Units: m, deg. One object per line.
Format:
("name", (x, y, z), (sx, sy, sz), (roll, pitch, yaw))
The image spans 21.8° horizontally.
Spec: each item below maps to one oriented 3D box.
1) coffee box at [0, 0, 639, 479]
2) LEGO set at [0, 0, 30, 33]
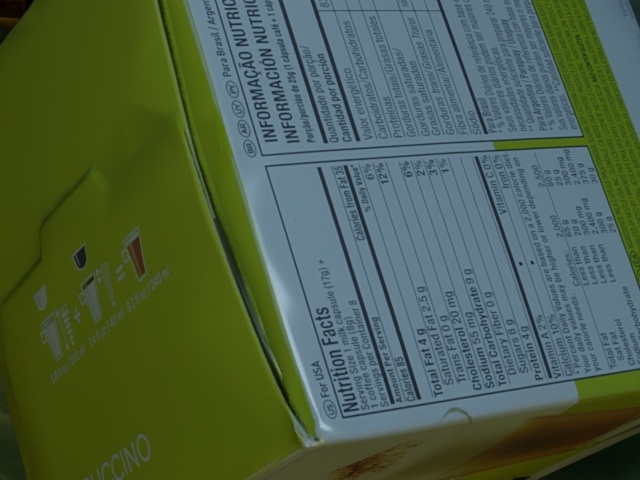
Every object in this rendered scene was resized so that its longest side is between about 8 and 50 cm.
("coffee box", (0.000, 0.000, 1.039), (0.334, 0.338, 0.337), (-5, 159, -35))
("LEGO set", (-0.248, -0.131, 1.243), (0.227, 0.087, 0.093), (6, 153, -8))
